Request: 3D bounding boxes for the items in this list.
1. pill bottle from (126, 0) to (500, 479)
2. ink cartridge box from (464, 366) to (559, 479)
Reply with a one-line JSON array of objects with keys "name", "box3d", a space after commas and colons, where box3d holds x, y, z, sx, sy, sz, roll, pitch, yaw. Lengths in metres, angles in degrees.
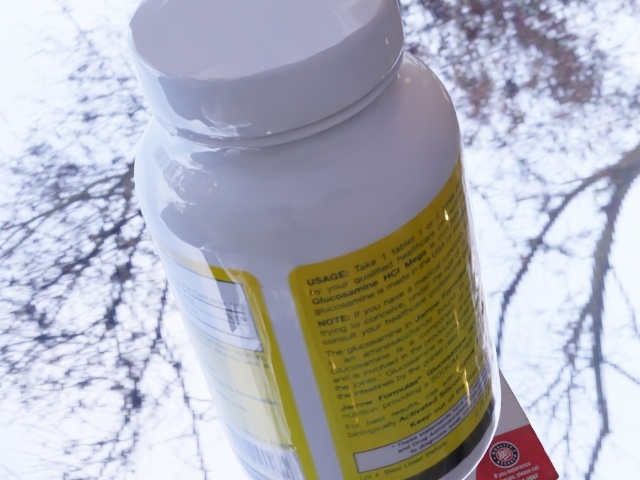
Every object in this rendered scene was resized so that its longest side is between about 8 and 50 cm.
[{"name": "pill bottle", "box3d": [0.000, 0.000, 0.757, 0.188, 0.188, 0.334, -45, -41, -31]}, {"name": "ink cartridge box", "box3d": [0.078, 0.168, 1.271, 0.197, 0.114, 0.273, -15, -116, -24]}]
